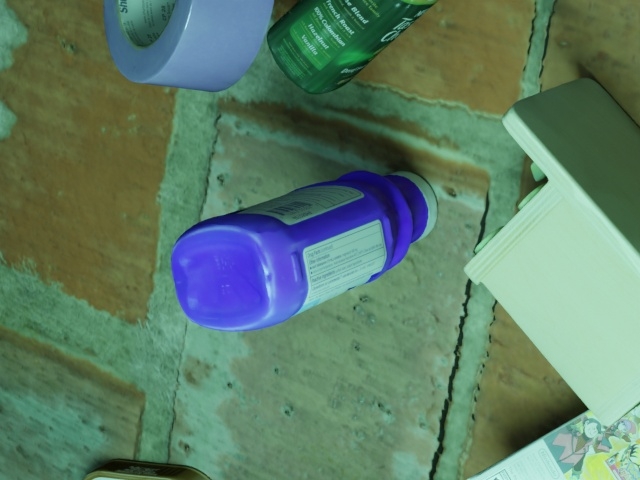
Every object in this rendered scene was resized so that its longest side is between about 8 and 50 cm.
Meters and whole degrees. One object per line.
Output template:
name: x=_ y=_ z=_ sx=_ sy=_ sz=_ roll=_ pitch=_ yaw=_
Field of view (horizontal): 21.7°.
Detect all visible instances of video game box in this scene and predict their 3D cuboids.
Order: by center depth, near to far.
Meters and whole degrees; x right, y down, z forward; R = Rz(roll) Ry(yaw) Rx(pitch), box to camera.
video game box: x=0.248 y=0.242 z=1.389 sx=0.187 sy=0.048 sz=0.205 roll=-31 pitch=82 yaw=11

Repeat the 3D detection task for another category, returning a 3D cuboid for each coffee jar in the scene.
coffee jar: x=0.044 y=-0.207 z=1.425 sx=0.184 sy=0.096 sz=0.079 roll=-40 pitch=83 yaw=36

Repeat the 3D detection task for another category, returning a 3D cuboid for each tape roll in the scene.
tape roll: x=-0.119 y=-0.229 z=1.492 sx=0.189 sy=0.080 sz=0.189 roll=-12 pitch=76 yaw=58

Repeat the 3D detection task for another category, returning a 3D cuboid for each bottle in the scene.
bottle: x=0.000 y=0.000 z=1.395 sx=0.118 sy=0.283 sz=0.092 roll=-5 pitch=99 yaw=35

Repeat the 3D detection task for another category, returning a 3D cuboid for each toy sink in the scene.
toy sink: x=0.218 y=0.007 z=1.330 sx=0.234 sy=0.153 sz=0.131 roll=50 pitch=125 yaw=12

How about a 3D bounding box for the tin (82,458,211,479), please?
tin: x=-0.178 y=0.289 z=1.753 sx=0.190 sy=0.040 sz=0.106 roll=-1 pitch=107 yaw=35
